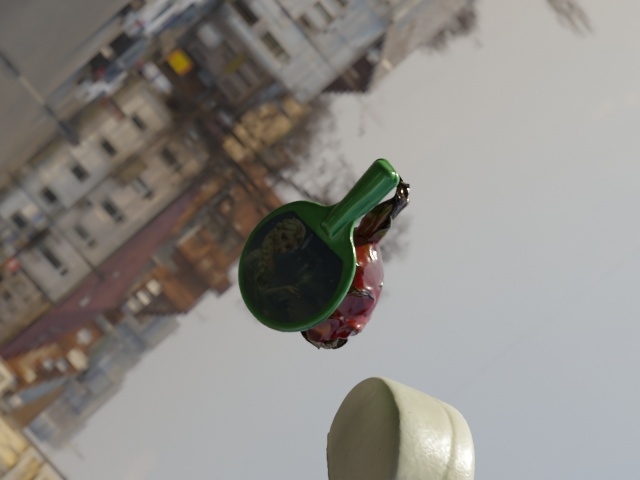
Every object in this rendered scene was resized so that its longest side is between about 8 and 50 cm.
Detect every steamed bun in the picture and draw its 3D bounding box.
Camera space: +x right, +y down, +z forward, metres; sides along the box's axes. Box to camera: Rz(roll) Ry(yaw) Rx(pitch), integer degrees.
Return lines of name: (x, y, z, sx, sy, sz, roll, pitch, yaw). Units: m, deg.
steamed bun: (0.106, 0.285, 1.832, 0.164, 0.146, 0.241, -55, -156, 26)

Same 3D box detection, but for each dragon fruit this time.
dragon fruit: (0.046, 0.025, 1.846, 0.246, 0.125, 0.125, -57, 163, 12)

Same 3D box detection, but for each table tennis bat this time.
table tennis bat: (0.000, 0.000, 1.749, 0.257, 0.160, 0.039, -46, 151, 11)
